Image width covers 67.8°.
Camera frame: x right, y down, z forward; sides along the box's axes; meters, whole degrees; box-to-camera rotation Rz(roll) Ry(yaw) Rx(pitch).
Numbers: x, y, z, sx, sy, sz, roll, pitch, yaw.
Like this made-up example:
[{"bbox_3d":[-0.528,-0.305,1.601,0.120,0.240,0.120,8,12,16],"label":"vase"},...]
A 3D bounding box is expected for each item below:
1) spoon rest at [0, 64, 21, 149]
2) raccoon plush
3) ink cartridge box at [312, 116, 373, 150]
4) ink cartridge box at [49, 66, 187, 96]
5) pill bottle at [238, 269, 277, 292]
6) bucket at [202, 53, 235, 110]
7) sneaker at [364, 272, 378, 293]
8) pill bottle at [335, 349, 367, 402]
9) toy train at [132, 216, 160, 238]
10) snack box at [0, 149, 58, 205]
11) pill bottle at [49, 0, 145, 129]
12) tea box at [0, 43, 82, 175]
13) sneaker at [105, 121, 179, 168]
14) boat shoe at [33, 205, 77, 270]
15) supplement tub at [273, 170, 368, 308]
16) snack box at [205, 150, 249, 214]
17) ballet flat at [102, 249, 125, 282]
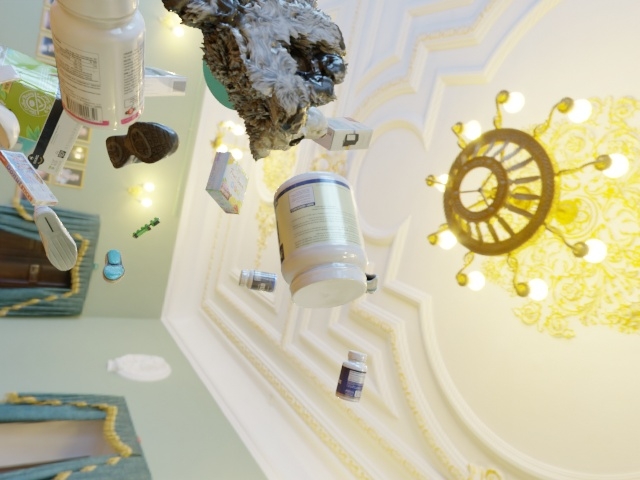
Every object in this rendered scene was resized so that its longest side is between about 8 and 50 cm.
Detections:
[{"bbox_3d":[-0.923,-0.378,1.370,0.137,0.084,0.276,50,-47,11],"label":"spoon rest"},{"bbox_3d":[-0.150,-0.338,0.869,0.216,0.446,0.299,-52,-163,-21],"label":"raccoon plush"},{"bbox_3d":[0.063,-0.352,1.564,0.127,0.175,0.072,40,-52,39],"label":"ink cartridge box"},{"bbox_3d":[-0.587,-0.489,1.418,0.296,0.261,0.066,-50,156,-67],"label":"ink cartridge box"},{"bbox_3d":[-0.239,0.154,1.819,0.078,0.137,0.078,-169,-90,-74],"label":"pill bottle"},{"bbox_3d":[-0.265,-0.600,1.683,0.281,0.183,0.281,20,-48,23],"label":"bucket"},{"bbox_3d":[0.108,0.123,1.615,0.071,0.191,0.083,-85,-178,-46],"label":"sneaker"},{"bbox_3d":[0.116,0.488,1.721,0.094,0.094,0.169,2,-105,56],"label":"pill bottle"},{"bbox_3d":[-0.458,-0.032,1.254,0.083,0.017,0.024,-38,-141,-10],"label":"toy train"},{"bbox_3d":[-0.751,-0.160,1.221,0.022,0.064,0.178,-44,-102,17],"label":"snack box"},{"bbox_3d":[-0.420,-0.367,0.910,0.283,0.160,0.160,117,-36,-49],"label":"pill bottle"},{"bbox_3d":[-1.062,-0.464,1.739,0.329,0.323,0.220,-50,-138,27],"label":"tea box"},{"bbox_3d":[-0.446,-0.257,1.248,0.286,0.130,0.109,4,-70,41],"label":"sneaker"},{"bbox_3d":[-0.794,-0.015,1.431,0.076,0.083,0.226,44,-37,41],"label":"boat shoe"},{"bbox_3d":[0.000,0.000,1.307,0.235,0.235,0.325,-41,-131,44],"label":"supplement tub"},{"bbox_3d":[-0.366,-0.226,1.890,0.070,0.207,0.174,5,-113,14],"label":"snack box"},{"bbox_3d":[-0.788,0.117,1.819,0.232,0.080,0.073,-122,-135,-58],"label":"ballet flat"}]
